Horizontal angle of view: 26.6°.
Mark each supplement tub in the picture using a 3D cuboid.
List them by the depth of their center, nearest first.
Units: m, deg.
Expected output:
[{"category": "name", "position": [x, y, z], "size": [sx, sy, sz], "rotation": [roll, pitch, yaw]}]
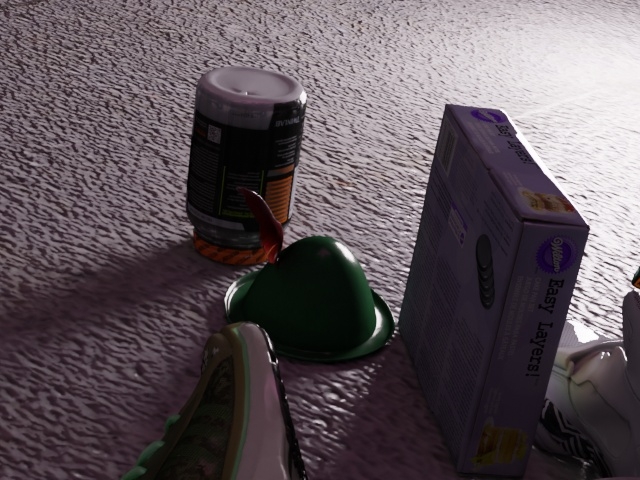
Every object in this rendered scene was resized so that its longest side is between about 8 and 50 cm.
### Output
[{"category": "supplement tub", "position": [-0.081, -0.078, 1.429], "size": [0.117, 0.190, 0.117], "rotation": [7, 26, -4]}]

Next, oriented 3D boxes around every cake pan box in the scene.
[{"category": "cake pan box", "position": [0.141, 0.035, 1.201], "size": [0.070, 0.246, 0.267], "rotation": [6, 24, -13]}]

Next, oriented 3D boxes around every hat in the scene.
[{"category": "hat", "position": [0.000, 0.000, 1.299], "size": [0.173, 0.184, 0.208], "rotation": [6, 26, -4]}]

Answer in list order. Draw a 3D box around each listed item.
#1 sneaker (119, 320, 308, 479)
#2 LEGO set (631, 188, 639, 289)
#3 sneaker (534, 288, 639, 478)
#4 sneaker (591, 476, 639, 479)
[{"category": "sneaker", "position": [-0.101, 0.186, 0.964], "size": [0.182, 0.158, 0.410], "rotation": [-11, 22, 0]}, {"category": "LEGO set", "position": [0.444, 0.007, 1.465], "size": [0.244, 0.060, 0.182], "rotation": [4, 54, -15]}, {"category": "sneaker", "position": [0.273, 0.110, 1.120], "size": [0.137, 0.210, 0.366], "rotation": [1, 27, -15]}, {"category": "sneaker", "position": [0.262, 0.274, 0.883], "size": [0.321, 0.125, 0.180], "rotation": [25, 30, 31]}]
